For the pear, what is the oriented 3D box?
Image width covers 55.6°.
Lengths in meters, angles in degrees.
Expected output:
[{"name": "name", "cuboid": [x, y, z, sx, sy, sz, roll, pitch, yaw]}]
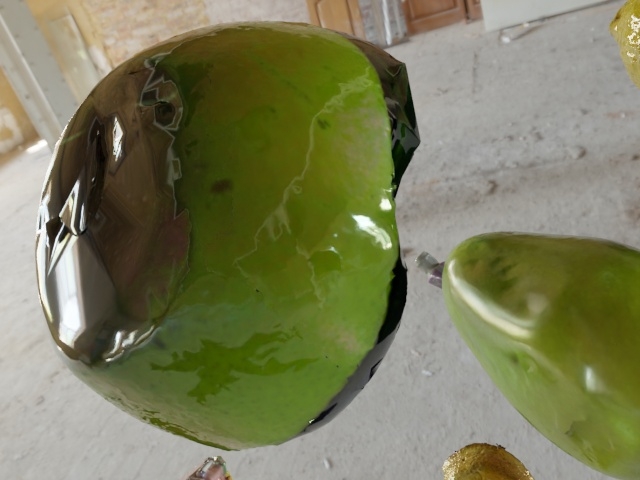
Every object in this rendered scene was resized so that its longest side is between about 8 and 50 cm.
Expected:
[{"name": "pear", "cuboid": [-0.113, -0.025, 0.514, 0.399, 0.165, 0.399, -12, 71, 38]}]

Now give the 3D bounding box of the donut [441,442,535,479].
[{"name": "donut", "cuboid": [0.297, 0.435, 1.028, 0.146, 0.181, 0.078, -30, -7, 20]}]

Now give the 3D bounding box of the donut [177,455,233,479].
[{"name": "donut", "cuboid": [-0.216, 0.381, 0.776, 0.233, 0.085, 0.199, -38, -7, 23]}]

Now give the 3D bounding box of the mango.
[{"name": "mango", "cuboid": [0.218, 0.087, 0.517, 0.149, 0.185, 0.273, -29, 18, -15]}]

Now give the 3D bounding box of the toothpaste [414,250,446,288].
[{"name": "toothpaste", "cuboid": [0.279, 0.124, 1.006, 0.048, 0.301, 0.075, -53, -13, 18]}]

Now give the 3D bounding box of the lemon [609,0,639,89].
[{"name": "lemon", "cuboid": [0.486, -0.252, 0.731, 0.260, 0.204, 0.204, 21, 46, 30]}]
